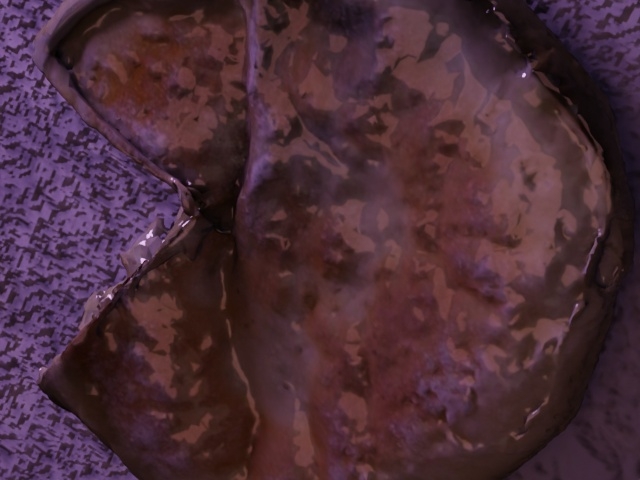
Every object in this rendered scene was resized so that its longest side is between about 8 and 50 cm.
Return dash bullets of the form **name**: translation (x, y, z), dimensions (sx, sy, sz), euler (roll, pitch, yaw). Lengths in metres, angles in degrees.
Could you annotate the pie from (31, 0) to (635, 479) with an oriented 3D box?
- **pie**: translation (0.000, 0.000, 0.949), dimensions (0.337, 0.075, 0.337), euler (6, 108, 19)
